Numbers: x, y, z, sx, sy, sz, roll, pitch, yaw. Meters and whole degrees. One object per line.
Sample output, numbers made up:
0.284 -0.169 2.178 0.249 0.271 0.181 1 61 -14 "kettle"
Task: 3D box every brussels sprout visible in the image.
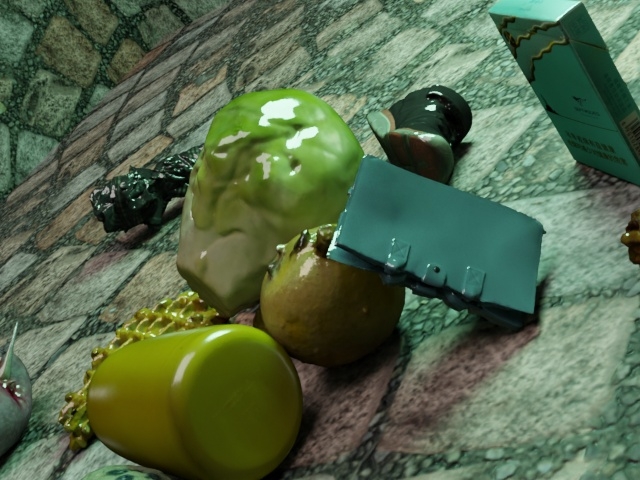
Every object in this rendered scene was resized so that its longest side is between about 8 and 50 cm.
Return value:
-0.066 -0.061 1.263 0.274 0.243 0.316 -31 27 46 "brussels sprout"

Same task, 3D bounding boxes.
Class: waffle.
-0.258 0.172 1.422 0.293 0.069 0.260 -26 27 22 "waffle"

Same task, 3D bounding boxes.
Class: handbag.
0.126 0.005 1.030 0.057 0.221 0.144 115 175 -47 "handbag"

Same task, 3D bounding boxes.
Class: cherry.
-0.561 0.268 1.527 0.266 0.183 0.213 -48 12 15 "cherry"

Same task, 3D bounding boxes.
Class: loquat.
0.012 0.056 1.107 0.172 0.204 0.149 -22 46 -11 "loquat"

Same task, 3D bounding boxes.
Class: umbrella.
-0.295 -0.110 1.945 0.337 0.154 0.128 -21 63 -4 "umbrella"

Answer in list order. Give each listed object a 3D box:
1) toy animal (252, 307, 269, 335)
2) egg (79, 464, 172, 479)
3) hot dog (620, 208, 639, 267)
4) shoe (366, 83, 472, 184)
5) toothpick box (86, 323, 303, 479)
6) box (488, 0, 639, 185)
-0.071 0.126 1.250 0.083 0.070 0.159 -14 27 46 "toy animal"
-0.207 0.305 1.010 0.141 0.141 0.182 -47 28 -21 "egg"
0.367 -0.012 0.827 0.175 0.114 0.259 -39 24 -6 "hot dog"
0.161 -0.153 1.392 0.137 0.114 0.291 -30 20 2 "shoe"
-0.162 0.190 1.126 0.271 0.175 0.175 -10 35 51 "toothpick box"
0.291 -0.171 1.081 0.041 0.229 0.162 -38 23 -3 "box"
